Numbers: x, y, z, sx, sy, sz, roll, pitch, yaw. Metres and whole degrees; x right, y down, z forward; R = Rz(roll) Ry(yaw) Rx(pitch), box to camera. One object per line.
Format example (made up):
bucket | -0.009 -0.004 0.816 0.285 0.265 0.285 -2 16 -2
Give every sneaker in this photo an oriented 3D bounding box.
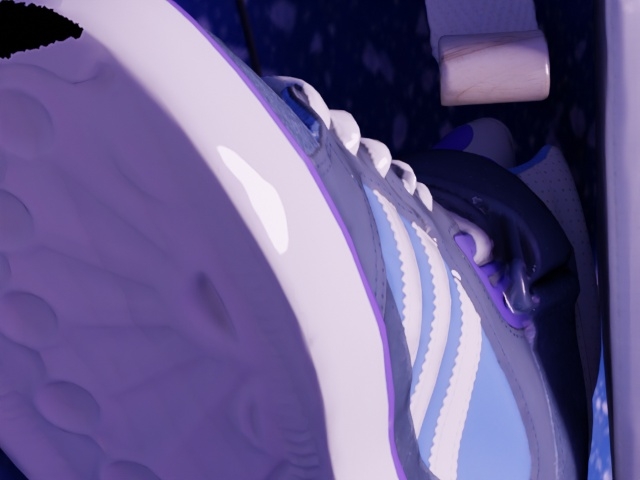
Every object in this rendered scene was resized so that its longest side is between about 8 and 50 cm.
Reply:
sneaker | 0.001 0.000 0.615 0.323 0.130 0.236 62 33 -30

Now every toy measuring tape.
toy measuring tape | 0.043 -0.211 0.616 0.121 0.121 0.330 35 45 -52

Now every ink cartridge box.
ink cartridge box | 0.150 -0.099 0.708 0.308 0.091 0.385 -76 164 -63
